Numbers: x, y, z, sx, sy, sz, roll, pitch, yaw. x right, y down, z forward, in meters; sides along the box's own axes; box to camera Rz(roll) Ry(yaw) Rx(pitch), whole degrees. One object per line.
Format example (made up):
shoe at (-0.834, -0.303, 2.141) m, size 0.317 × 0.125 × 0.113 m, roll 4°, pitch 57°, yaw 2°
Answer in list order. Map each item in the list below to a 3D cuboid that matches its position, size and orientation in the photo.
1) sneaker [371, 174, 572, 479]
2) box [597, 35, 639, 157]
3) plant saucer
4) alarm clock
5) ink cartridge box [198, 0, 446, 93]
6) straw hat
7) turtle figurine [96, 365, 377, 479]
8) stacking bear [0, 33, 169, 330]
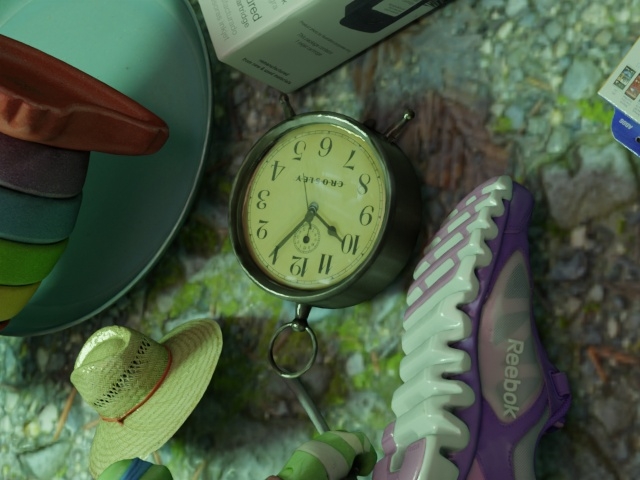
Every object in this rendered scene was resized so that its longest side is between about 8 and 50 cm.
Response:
sneaker at (0.107, 0.074, 0.943) m, size 0.095 × 0.104 × 0.236 m, roll 134°, pitch 153°, yaw -61°
box at (0.235, -0.109, 0.937) m, size 0.081 × 0.028 × 0.136 m, roll 41°, pitch 99°, yaw 30°
plant saucer at (-0.206, -0.080, 1.182) m, size 0.317 × 0.043 × 0.318 m, roll -7°, pitch 76°, yaw 28°
alarm clock at (0.000, 0.000, 1.030) m, size 0.129 × 0.064 × 0.192 m, roll 11°, pitch 83°, yaw 32°
ink cartridge box at (0.024, -0.238, 1.046) m, size 0.237 × 0.100 × 0.172 m, roll -28°, pitch 67°, yaw 23°
straw hat at (-0.137, 0.092, 1.050) m, size 0.144 × 0.061 × 0.144 m, roll -40°, pitch 26°, yaw 24°
turtle figurine at (-0.014, 0.224, 0.969) m, size 0.198 × 0.275 × 0.266 m, roll -43°, pitch 80°, yaw -9°
stacking bear at (-0.262, 0.006, 1.087) m, size 0.164 × 0.175 × 0.289 m, roll 34°, pitch 105°, yaw 29°
